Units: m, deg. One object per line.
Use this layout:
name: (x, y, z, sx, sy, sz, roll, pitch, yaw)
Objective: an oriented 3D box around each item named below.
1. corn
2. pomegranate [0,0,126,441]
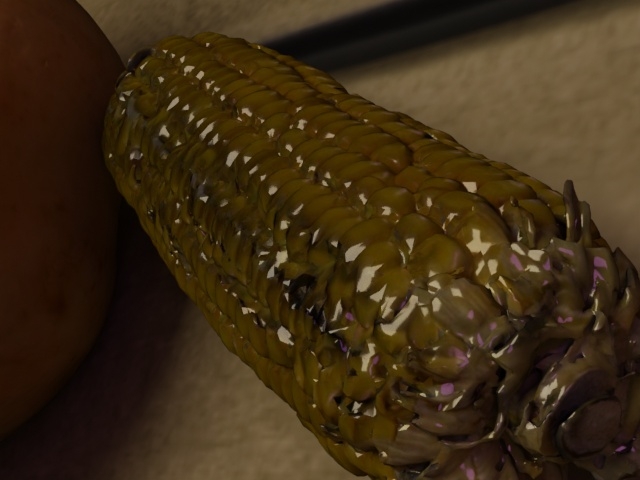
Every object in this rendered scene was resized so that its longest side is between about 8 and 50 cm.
corn: (0.000, 0.000, 0.512, 0.115, 0.115, 0.318, -59, 33, 5)
pomegranate: (-0.295, -0.027, 0.698, 0.411, 0.411, 0.411, -31, 45, 37)
